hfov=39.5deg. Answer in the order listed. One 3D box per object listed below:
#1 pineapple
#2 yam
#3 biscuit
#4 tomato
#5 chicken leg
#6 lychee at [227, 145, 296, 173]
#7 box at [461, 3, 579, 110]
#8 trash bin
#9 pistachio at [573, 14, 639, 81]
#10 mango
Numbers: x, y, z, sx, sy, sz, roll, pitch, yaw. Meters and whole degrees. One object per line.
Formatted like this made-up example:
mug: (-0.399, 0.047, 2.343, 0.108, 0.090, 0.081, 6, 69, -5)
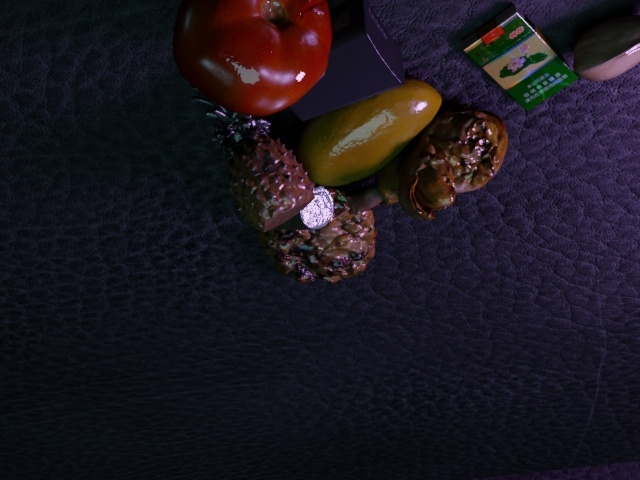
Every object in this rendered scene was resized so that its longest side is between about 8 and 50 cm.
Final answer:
pineapple: (-0.151, -0.192, 1.829, 0.169, 0.169, 0.340, -32, 90, 29)
yam: (-0.078, -0.072, 2.017, 0.106, 0.106, 0.259, 28, 166, -33)
biscuit: (-0.004, 0.001, 2.189, 0.289, 0.081, 0.334, -11, 138, 7)
tomato: (-0.132, -0.364, 1.590, 0.299, 0.298, 0.226, 20, 162, -26)
chicken leg: (0.205, -0.132, 1.927, 0.409, 0.295, 0.182, -20, 120, 36)
lychee: (-0.143, -0.170, 1.964, 0.114, 0.140, 0.101, 40, 141, 8)
box: (0.408, -0.366, 1.814, 0.132, 0.034, 0.235, -32, 132, 30)
trash bin: (0.027, -0.348, 1.753, 0.225, 0.115, 0.165, -20, 138, 24)
pistachio: (0.583, -0.381, 1.750, 0.185, 0.126, 0.108, -26, 104, 18)
mango: (0.084, -0.234, 1.876, 0.195, 0.142, 0.332, 28, 124, -38)
